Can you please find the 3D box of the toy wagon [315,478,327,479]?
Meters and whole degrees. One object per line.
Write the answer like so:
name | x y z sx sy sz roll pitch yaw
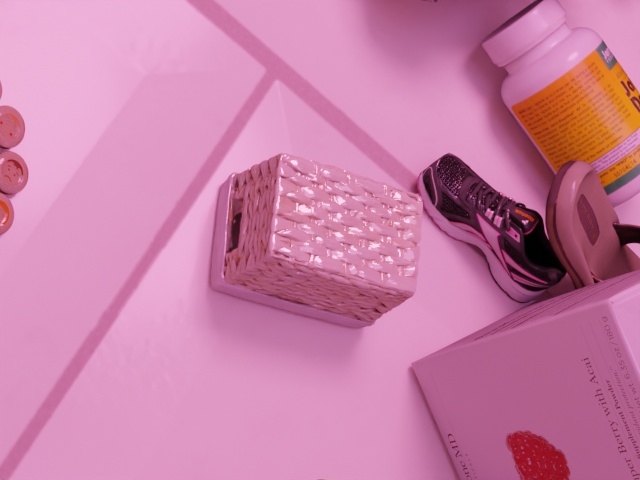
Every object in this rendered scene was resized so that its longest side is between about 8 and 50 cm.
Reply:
toy wagon | -0.010 0.364 1.399 0.267 0.068 0.344 -36 78 -33

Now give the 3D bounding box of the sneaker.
sneaker | 0.177 -0.022 1.657 0.178 0.077 0.072 43 59 -13

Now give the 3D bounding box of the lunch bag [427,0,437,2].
lunch bag | 0.176 -0.394 1.659 0.256 0.212 0.305 -12 99 -32

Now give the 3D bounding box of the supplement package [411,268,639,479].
supplement package | 0.254 0.135 1.527 0.175 0.293 0.177 -22 88 -34

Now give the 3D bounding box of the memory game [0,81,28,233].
memory game | -0.313 -0.072 1.386 0.186 0.012 0.186 7 80 -45

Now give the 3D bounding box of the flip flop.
flip flop | 0.300 0.023 1.669 0.277 0.080 0.112 56 45 -43

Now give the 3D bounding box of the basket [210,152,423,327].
basket | 0.000 0.000 1.529 0.167 0.103 0.113 16 68 -26

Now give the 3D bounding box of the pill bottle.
pill bottle | 0.256 -0.139 1.714 0.117 0.117 0.208 -40 97 -33
